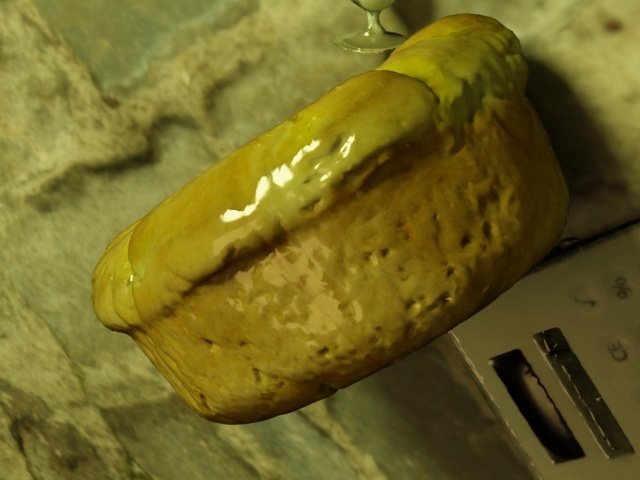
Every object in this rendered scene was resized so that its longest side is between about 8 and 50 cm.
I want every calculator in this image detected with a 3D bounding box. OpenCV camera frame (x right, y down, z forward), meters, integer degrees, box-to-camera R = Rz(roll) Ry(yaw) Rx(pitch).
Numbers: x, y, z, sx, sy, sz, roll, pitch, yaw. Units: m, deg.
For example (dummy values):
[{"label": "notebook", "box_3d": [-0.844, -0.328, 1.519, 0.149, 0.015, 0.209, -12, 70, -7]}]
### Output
[{"label": "calculator", "box_3d": [0.181, 0.064, 0.638, 0.262, 0.021, 0.161, -29, 95, 48]}]

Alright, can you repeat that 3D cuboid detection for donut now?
[{"label": "donut", "box_3d": [0.000, 0.000, 0.624, 0.128, 0.208, 0.261, 57, 144, -4]}]

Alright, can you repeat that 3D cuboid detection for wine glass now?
[{"label": "wine glass", "box_3d": [0.024, -0.141, 0.632, 0.042, 0.039, 0.083, 24, 129, 41]}]
